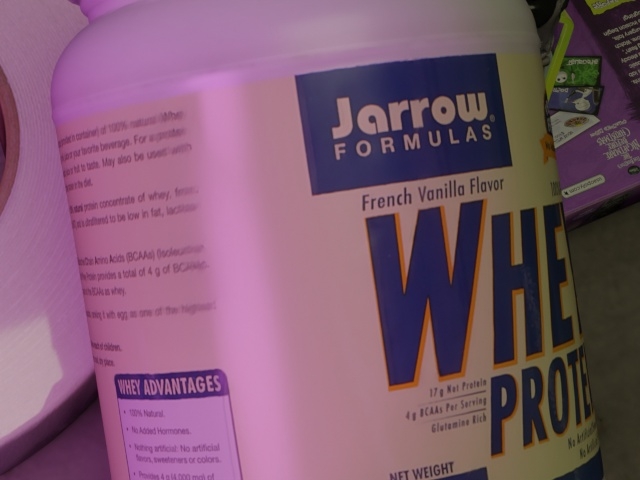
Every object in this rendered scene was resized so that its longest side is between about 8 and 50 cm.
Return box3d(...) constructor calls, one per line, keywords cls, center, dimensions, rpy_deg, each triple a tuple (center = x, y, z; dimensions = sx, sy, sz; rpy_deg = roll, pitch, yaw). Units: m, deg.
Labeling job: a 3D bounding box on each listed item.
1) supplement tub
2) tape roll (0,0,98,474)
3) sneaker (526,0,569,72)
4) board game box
box3d(cls="supplement tub", center=(0.000, 0.000, 0.681), dimensions=(0.235, 0.235, 0.325), rpy_deg=(-9, 92, -15))
box3d(cls="tape roll", center=(-0.269, -0.042, 0.783), dimensions=(0.392, 0.072, 0.392), rpy_deg=(4, 68, -9))
box3d(cls="sneaker", center=(0.097, -0.072, 0.785), dimensions=(0.086, 0.132, 0.229), rpy_deg=(-3, 69, -12))
box3d(cls="board game box", center=(0.119, -0.103, 0.899), dimensions=(0.346, 0.056, 0.208), rpy_deg=(-21, 70, -18))
